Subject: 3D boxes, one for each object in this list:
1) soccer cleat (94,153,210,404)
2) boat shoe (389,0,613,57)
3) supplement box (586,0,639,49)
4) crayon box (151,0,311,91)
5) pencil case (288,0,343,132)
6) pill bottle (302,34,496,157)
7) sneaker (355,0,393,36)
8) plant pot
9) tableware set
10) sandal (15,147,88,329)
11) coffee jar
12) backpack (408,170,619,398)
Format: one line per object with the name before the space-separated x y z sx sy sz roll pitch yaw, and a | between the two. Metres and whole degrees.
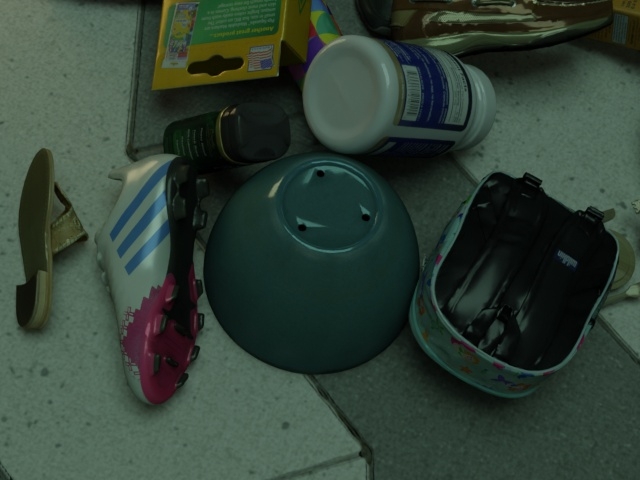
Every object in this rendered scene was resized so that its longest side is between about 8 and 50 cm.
soccer cleat | -0.227 0.049 1.525 0.143 0.116 0.331 -4 68 23
boat shoe | 0.256 -0.330 1.712 0.323 0.122 0.120 -8 95 0
supplement box | 0.416 -0.356 1.795 0.233 0.080 0.078 17 60 21
crayon box | -0.116 -0.353 1.675 0.203 0.083 0.323 -3 72 24
pencil case | -0.011 -0.271 1.710 0.104 0.104 0.236 -16 66 -15
pill bottle | 0.114 -0.187 1.598 0.264 0.153 0.153 -1 57 -49
sneaker | 0.113 -0.434 1.806 0.101 0.106 0.267 9 64 -5
plant pot | 0.000 0.000 1.519 0.290 0.195 0.290 4 63 -7
tableware set | 0.440 0.013 1.662 0.194 0.039 0.128 -17 81 -11
sandal | -0.343 0.004 1.550 0.079 0.088 0.240 15 65 -36
coffee jar | -0.123 -0.133 1.567 0.096 0.184 0.079 -6 89 -37
backpack | 0.234 0.069 1.516 0.225 0.191 0.253 30 56 0
